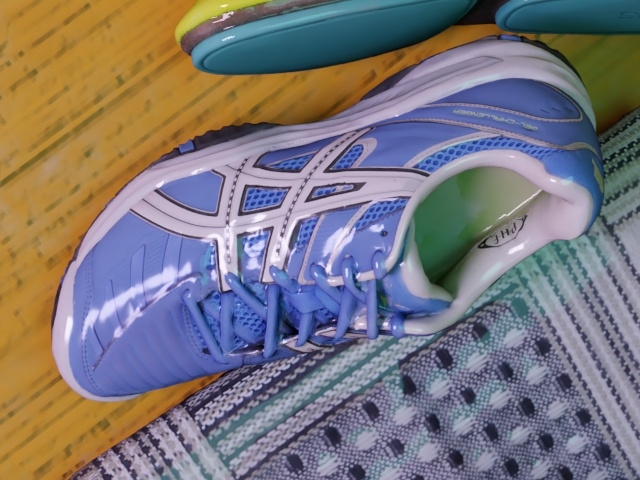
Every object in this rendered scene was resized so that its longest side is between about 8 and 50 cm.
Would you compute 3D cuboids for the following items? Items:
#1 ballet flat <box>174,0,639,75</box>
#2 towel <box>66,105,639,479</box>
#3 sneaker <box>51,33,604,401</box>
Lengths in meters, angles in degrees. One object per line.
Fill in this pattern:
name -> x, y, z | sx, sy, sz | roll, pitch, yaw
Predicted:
ballet flat -> 0.053, -0.108, 0.662 | 0.231, 0.077, 0.077 | -7, 79, -19
towel -> 0.083, 0.160, 0.711 | 0.312, 0.056, 0.324 | -32, 106, -11
sneaker -> 0.000, 0.000, 0.629 | 0.211, 0.081, 0.080 | -28, 122, 7
